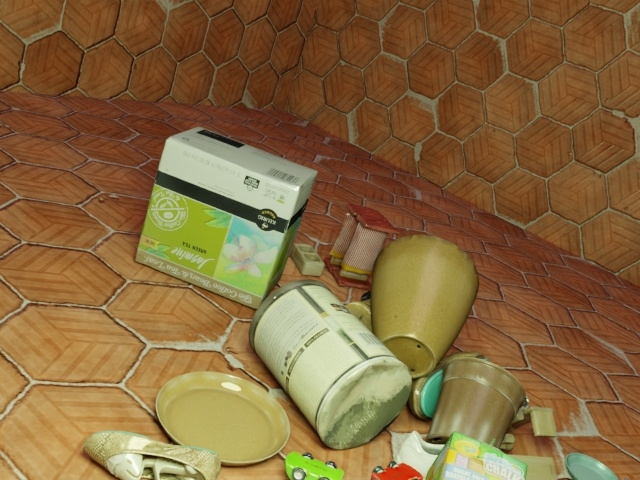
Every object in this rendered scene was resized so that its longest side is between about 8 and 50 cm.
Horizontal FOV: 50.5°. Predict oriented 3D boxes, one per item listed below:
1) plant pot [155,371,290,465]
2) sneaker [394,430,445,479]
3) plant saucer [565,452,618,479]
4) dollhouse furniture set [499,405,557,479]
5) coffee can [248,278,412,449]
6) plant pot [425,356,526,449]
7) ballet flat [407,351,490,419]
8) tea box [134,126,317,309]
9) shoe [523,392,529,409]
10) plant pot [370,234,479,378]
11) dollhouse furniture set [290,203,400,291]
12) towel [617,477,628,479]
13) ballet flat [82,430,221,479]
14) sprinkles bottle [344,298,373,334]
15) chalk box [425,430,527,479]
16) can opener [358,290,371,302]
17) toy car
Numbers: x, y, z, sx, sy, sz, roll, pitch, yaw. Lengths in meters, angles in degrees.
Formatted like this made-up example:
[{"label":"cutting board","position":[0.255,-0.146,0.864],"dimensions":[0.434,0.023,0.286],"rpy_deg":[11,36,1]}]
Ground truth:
[{"label":"plant pot","position":[-0.170,0.310,1.173],"dimensions":[0.236,0.032,0.236],"rpy_deg":[17,21,-7]},{"label":"sneaker","position":[0.240,0.411,1.199],"dimensions":[0.212,0.094,0.080],"rpy_deg":[24,19,9]},{"label":"plant saucer","position":[0.558,0.487,1.398],"dimensions":[0.119,0.021,0.119],"rpy_deg":[18,20,-7]},{"label":"dollhouse furniture set","position":[0.395,0.430,1.388],"dimensions":[0.144,0.123,0.151],"rpy_deg":[11,57,-22]},{"label":"coffee can","position":[0.012,0.229,1.298],"dimensions":[0.201,0.201,0.275],"rpy_deg":[4,26,-37]},{"label":"plant pot","position":[0.285,0.339,1.286],"dimensions":[0.167,0.167,0.165],"rpy_deg":[24,53,11]},{"label":"ballet flat","position":[0.251,0.303,1.485],"dimensions":[0.124,0.116,0.342],"rpy_deg":[9,12,36]},{"label":"tea box","position":[-0.225,-0.061,1.645],"dimensions":[0.329,0.323,0.220],"rpy_deg":[20,20,4]},{"label":"shoe","position":[0.376,0.350,1.465],"dimensions":[0.178,0.063,0.081],"rpy_deg":[9,-19,-43]},{"label":"plant pot","position":[0.199,0.158,1.419],"dimensions":[0.237,0.237,0.254],"rpy_deg":[21,40,4]},{"label":"dollhouse furniture set","position":[0.000,0.000,1.872],"dimensions":[0.374,0.201,0.152],"rpy_deg":[10,22,-26]},{"label":"towel","position":[0.608,0.523,1.315],"dimensions":[0.067,0.029,0.119],"rpy_deg":[39,29,-1]},{"label":"ballet flat","position":[-0.248,0.331,0.999],"dimensions":[0.206,0.073,0.067],"rpy_deg":[12,32,-13]},{"label":"sprinkles bottle","position":[0.192,0.187,1.688],"dimensions":[0.121,0.121,0.355],"rpy_deg":[33,25,32]},{"label":"chalk box","position":[0.237,0.404,1.077],"dimensions":[0.132,0.132,0.213],"rpy_deg":[23,38,7]},{"label":"can opener","position":[0.133,0.171,1.789],"dimensions":[0.059,0.073,0.186],"rpy_deg":[61,29,-1]},{"label":"toy car","position":[0.045,0.403,1.087],"dimensions":[0.225,0.053,0.239],"rpy_deg":[18,12,9]}]
